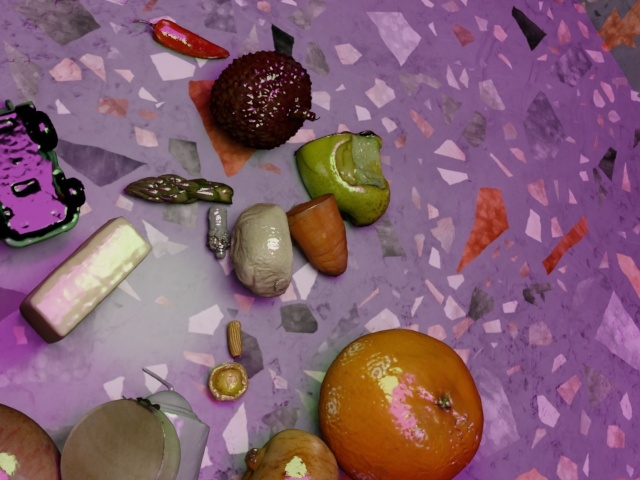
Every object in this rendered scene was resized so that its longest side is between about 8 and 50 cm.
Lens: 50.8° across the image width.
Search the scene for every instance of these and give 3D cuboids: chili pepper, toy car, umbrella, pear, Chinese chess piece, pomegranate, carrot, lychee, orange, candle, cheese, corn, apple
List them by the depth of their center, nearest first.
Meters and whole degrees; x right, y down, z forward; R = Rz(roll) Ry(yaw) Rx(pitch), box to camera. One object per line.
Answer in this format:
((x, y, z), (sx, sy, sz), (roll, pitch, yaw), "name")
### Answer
((-0.655, 0.468, 1.275), (0.345, 0.269, 0.344), (7, 74, -24), "apple")
((-0.381, 0.421, 1.305), (0.238, 0.092, 0.237), (-5, 62, 9), "Chinese chess piece")
((-0.358, 0.471, 1.450), (0.221, 0.221, 0.342), (22, 65, -19), "candle")
((-0.516, 0.088, 1.468), (0.124, 0.242, 0.265), (45, 62, -8), "cheese")
((-0.686, -0.161, 1.507), (0.213, 0.176, 0.358), (-26, 91, -29), "toy car")
((-0.075, 0.562, 1.561), (0.248, 0.248, 0.248), (8, 72, -24), "pomegranate")
((0.207, 0.421, 1.677), (0.424, 0.326, 0.424), (7, 74, -25), "orange")
((-0.214, 0.247, 1.688), (0.037, 0.037, 0.092), (-1, 75, -26), "corn")
((-0.262, -0.022, 1.735), (0.067, 0.062, 0.143), (12, 66, -55), "umbrella")
((-0.144, -0.367, 1.769), (0.300, 0.264, 0.264), (18, 63, 18), "lychee")
((0.000, 0.000, 1.805), (0.159, 0.159, 0.225), (-31, 108, -30), "carrot")
((-0.373, -0.545, 1.832), (0.272, 0.063, 0.071), (18, 81, -23), "chili pepper")
((0.072, -0.163, 1.879), (0.238, 0.164, 0.255), (-5, 79, -29), "pear")

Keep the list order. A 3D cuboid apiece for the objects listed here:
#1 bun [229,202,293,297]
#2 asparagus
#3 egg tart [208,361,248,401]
((-0.153, 0.028, 1.697), (0.153, 0.244, 0.244), (-5, 77, -6), "bun")
((-0.351, -0.128, 1.709), (0.287, 0.080, 0.080), (1, 75, -22), "asparagus")
((-0.228, 0.346, 1.650), (0.105, 0.039, 0.105), (7, 72, -24), "egg tart")
